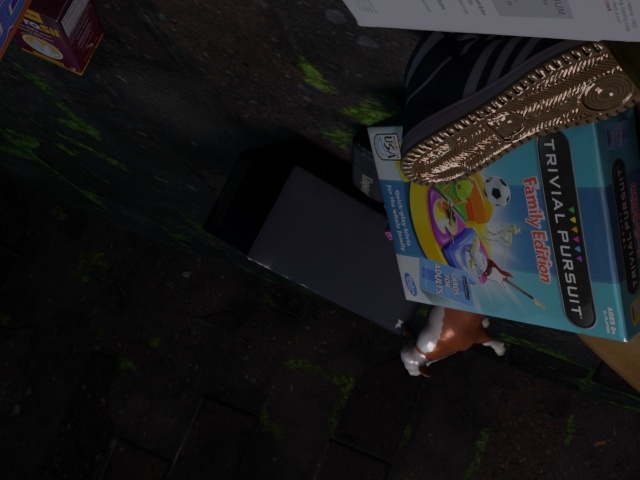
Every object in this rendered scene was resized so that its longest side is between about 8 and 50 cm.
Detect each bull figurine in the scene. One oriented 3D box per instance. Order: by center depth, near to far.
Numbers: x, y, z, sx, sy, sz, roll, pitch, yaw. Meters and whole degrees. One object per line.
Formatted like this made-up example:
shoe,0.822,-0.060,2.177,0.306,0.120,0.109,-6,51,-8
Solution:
bull figurine,0.256,0.112,1.407,0.188,0.310,0.101,10,-162,-39

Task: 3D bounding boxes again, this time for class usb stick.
usb stick,0.087,-0.109,1.318,0.077,0.045,0.278,20,168,6

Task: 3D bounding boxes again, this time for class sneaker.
sneaker,0.194,-0.173,0.783,0.282,0.153,0.099,-25,137,32

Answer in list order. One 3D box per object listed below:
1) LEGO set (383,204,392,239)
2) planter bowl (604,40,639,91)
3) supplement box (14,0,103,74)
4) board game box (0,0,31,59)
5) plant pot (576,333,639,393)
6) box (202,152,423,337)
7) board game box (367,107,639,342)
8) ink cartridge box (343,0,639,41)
LEGO set,0.207,-0.008,1.270,0.227,0.093,0.087,-3,143,34
planter bowl,0.313,-0.139,0.575,0.217,0.217,0.090,25,132,-11
supplement box,-0.387,-0.325,1.159,0.104,0.081,0.188,23,167,-1
board game box,-0.343,-0.308,0.500,0.356,0.356,0.356,26,168,-16
plant pot,0.379,0.034,1.055,0.254,0.237,0.237,34,170,12
box,0.000,0.000,1.503,0.343,0.179,0.312,28,179,-25
board game box,0.221,-0.032,0.983,0.336,0.079,0.253,7,118,51
ink cartridge box,0.092,-0.258,0.474,0.272,0.130,0.309,15,166,33
